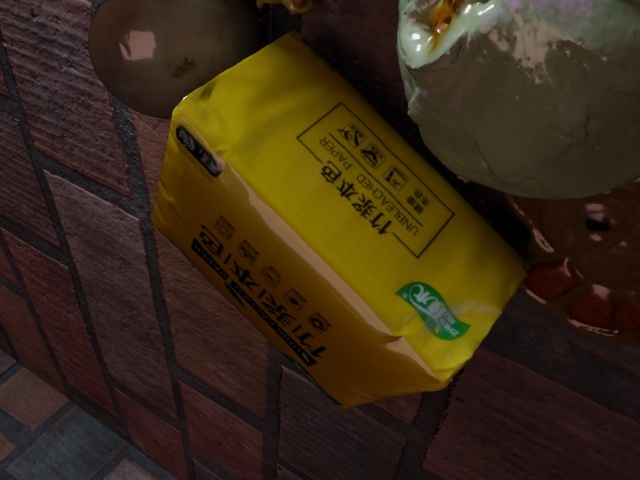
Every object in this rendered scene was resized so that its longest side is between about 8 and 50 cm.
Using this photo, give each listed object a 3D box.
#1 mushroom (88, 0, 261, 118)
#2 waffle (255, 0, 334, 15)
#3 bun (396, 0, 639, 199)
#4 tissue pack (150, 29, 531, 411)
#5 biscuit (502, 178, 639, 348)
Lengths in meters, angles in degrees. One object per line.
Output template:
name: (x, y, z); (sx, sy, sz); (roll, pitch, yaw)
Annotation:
mushroom: (-0.180, -0.263, 0.657); (0.207, 0.207, 0.215); (-35, 64, 48)
waffle: (-0.064, -0.328, 0.501); (0.219, 0.057, 0.229); (19, 152, -10)
bun: (0.157, -0.169, 0.401); (0.293, 0.187, 0.293); (16, 113, 42)
tissue pack: (0.000, 0.000, 0.654); (0.382, 0.228, 0.293); (44, 149, 0)
biscuit: (0.336, -0.028, 0.516); (0.381, 0.074, 0.359); (26, 134, 15)
